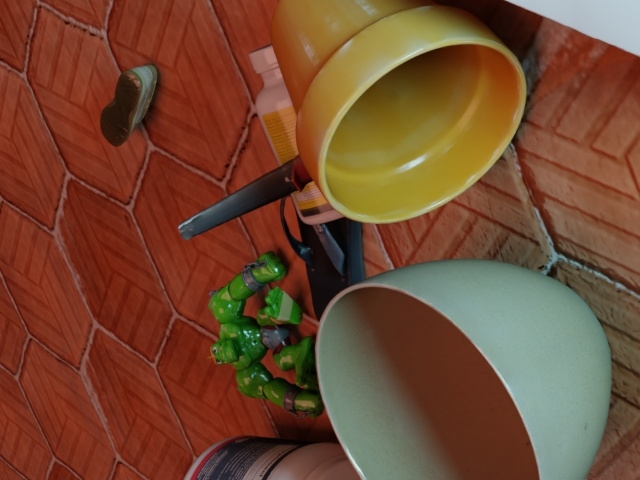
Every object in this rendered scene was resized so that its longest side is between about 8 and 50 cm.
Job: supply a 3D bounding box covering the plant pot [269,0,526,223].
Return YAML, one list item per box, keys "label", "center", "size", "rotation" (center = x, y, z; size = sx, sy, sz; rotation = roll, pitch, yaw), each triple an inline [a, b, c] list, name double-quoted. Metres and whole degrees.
- label: "plant pot"
  center: [0.051, -0.152, 1.358]
  size: [0.188, 0.205, 0.205]
  rotation: [57, 150, 37]

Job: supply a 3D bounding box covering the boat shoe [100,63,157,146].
- label: "boat shoe"
  center: [-0.231, -0.165, 1.841]
  size: [0.050, 0.045, 0.135]
  rotation: [47, 141, 7]

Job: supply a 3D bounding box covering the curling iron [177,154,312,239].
- label: "curling iron"
  center: [-0.011, -0.055, 1.459]
  size: [0.035, 0.274, 0.068]
  rotation: [-86, -24, -80]

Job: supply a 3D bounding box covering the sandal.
- label: "sandal"
  center: [0.001, 0.001, 1.641]
  size: [0.097, 0.054, 0.255]
  rotation: [13, 124, 49]

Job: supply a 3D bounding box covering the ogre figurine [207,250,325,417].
- label: "ogre figurine"
  center: [-0.067, 0.119, 1.792]
  size: [0.118, 0.097, 0.197]
  rotation: [-13, 119, 38]

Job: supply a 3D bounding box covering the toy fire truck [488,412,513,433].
- label: "toy fire truck"
  center: [0.137, 0.178, 1.593]
  size: [0.192, 0.047, 0.135]
  rotation: [40, 141, 28]

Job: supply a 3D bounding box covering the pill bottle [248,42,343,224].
- label: "pill bottle"
  center: [-0.004, -0.116, 1.519]
  size: [0.103, 0.103, 0.184]
  rotation: [-8, 107, 55]

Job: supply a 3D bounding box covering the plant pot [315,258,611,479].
- label: "plant pot"
  center: [0.159, 0.129, 1.398]
  size: [0.284, 0.191, 0.284]
  rotation: [33, 138, 36]

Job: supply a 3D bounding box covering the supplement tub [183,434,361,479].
- label: "supplement tub"
  center: [-0.033, 0.334, 1.803]
  size: [0.272, 0.191, 0.191]
  rotation: [-5, 110, 54]

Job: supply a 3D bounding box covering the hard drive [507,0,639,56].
- label: "hard drive"
  center: [0.247, -0.284, 1.031]
  size: [0.233, 0.047, 0.353]
  rotation: [24, 137, 6]
